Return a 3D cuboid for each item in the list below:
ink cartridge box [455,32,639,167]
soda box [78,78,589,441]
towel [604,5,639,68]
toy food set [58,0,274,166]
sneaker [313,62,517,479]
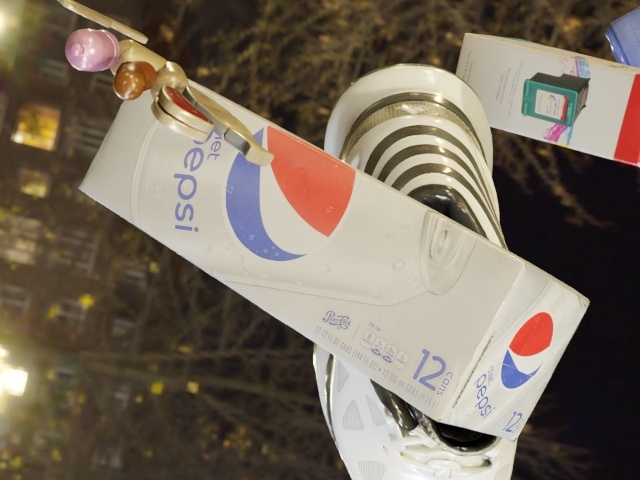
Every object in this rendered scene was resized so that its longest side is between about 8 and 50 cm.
[{"bbox_3d":[0.246,-0.119,1.218,0.231,0.134,0.078,18,-76,27],"label":"ink cartridge box"},{"bbox_3d":[0.000,0.000,0.774,0.286,0.098,0.091,31,-86,34],"label":"soda box"},{"bbox_3d":[0.473,-0.172,1.342,0.243,0.336,0.040,64,10,-6],"label":"towel"},{"bbox_3d":[-0.081,-0.071,0.643,0.019,0.078,0.122,-56,-133,12],"label":"toy food set"},{"bbox_3d":[0.072,0.121,1.025,0.257,0.169,0.448,-90,173,-59],"label":"sneaker"}]
